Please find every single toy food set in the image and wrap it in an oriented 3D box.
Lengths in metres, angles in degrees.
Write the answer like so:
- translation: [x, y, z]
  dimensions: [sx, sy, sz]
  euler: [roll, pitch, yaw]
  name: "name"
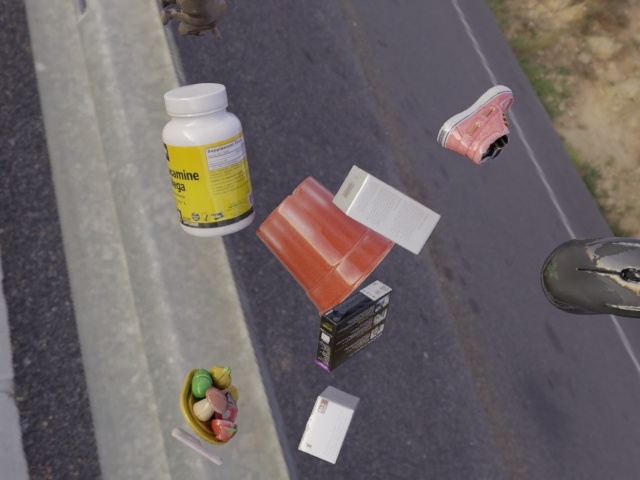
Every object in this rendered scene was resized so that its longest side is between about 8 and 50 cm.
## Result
- translation: [-0.187, 0.298, 1.287]
  dimensions: [0.128, 0.071, 0.218]
  euler: [44, 17, -18]
  name: "toy food set"

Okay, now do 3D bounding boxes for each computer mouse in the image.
- translation: [0.436, 0.044, 1.039]
  dimensions: [0.072, 0.272, 0.188]
  euler: [18, 74, -39]
  name: "computer mouse"

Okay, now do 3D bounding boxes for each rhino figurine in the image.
- translation: [-0.207, -0.383, 1.137]
  dimensions: [0.243, 0.106, 0.073]
  euler: [92, -11, -80]
  name: "rhino figurine"

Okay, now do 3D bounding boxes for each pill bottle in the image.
- translation: [-0.269, -0.192, 1.670]
  dimensions: [0.188, 0.188, 0.334]
  euler: [-59, 146, -60]
  name: "pill bottle"

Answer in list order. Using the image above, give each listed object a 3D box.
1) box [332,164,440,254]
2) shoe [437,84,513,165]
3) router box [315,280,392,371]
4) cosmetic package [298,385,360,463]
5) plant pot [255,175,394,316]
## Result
- translation: [0.128, -0.063, 1.391]
  dimensions: [0.170, 0.091, 0.130]
  euler: [28, 7, -17]
  name: "box"
- translation: [0.264, -0.175, 1.085]
  dimensions: [0.081, 0.063, 0.178]
  euler: [38, 53, 25]
  name: "shoe"
- translation: [0.070, 0.178, 1.472]
  dimensions: [0.046, 0.133, 0.179]
  euler: [32, 41, 32]
  name: "router box"
- translation: [0.023, 0.384, 1.492]
  dimensions: [0.085, 0.117, 0.231]
  euler: [21, -3, 6]
  name: "cosmetic package"
- translation: [0.000, 0.000, 1.746]
  dimensions: [0.265, 0.272, 0.272]
  euler: [44, 28, -1]
  name: "plant pot"
